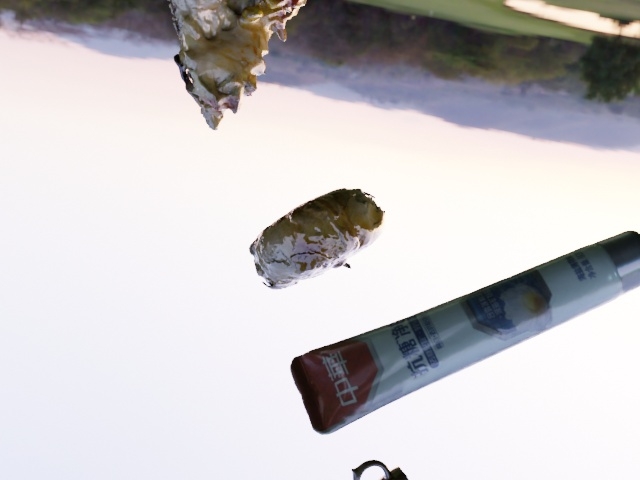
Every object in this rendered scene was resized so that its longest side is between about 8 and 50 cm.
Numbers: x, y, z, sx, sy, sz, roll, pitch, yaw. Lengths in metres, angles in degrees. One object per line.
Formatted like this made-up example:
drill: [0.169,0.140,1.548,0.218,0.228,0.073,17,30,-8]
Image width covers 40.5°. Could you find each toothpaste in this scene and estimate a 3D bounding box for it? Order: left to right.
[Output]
toothpaste: [0.097,0.055,0.552,0.239,0.039,0.062,-23,-131,-2]

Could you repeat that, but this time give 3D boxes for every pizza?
pizza: [-0.124,-0.303,1.020,0.251,0.288,0.074,32,166,-38]

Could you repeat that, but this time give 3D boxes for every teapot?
teapot: [0.070,0.272,0.877,0.068,0.121,0.076,-36,-166,-5]

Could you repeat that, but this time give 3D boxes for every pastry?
pastry: [-0.004,-0.004,0.938,0.153,0.081,0.153,-21,173,-3]
